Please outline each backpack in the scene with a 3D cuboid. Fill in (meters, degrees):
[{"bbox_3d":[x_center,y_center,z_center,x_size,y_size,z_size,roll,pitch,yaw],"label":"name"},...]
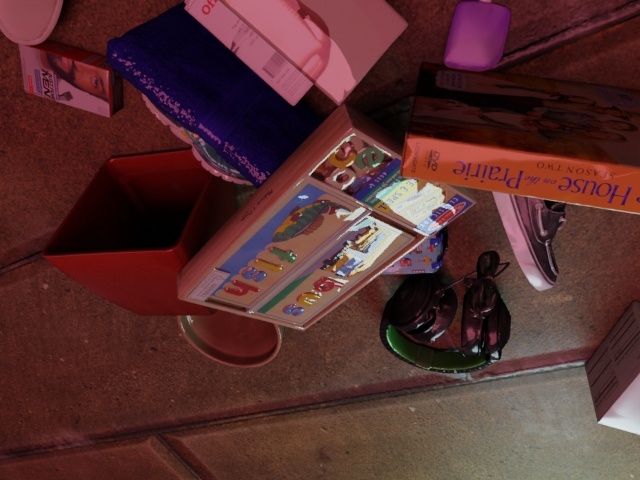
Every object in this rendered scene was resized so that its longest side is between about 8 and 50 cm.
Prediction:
[{"bbox_3d":[0.145,-0.039,0.948,0.158,0.117,0.173,1,123,14],"label":"backpack"}]

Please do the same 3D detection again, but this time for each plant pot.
[{"bbox_3d":[-0.186,0.161,1.187,0.237,0.109,0.237,7,126,10],"label":"plant pot"},{"bbox_3d":[-0.293,0.004,1.025,0.267,0.267,0.235,-3,136,18],"label":"plant pot"}]

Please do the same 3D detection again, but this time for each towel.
[{"bbox_3d":[-0.139,-0.226,0.817,0.308,0.227,0.076,38,126,-12],"label":"towel"}]

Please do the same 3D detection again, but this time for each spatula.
[{"bbox_3d":[0.239,-0.380,0.727,0.084,0.030,0.296,11,127,6],"label":"spatula"}]

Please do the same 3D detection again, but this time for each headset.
[{"bbox_3d":[0.249,0.163,1.023,0.243,0.185,0.394,17,139,2],"label":"headset"}]

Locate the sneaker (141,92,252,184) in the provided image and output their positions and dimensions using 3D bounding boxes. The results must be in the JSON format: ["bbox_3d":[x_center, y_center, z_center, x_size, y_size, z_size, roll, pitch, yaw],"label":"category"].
[{"bbox_3d":[-0.181,-0.198,0.912,0.275,0.107,0.110,39,142,-15],"label":"sneaker"}]

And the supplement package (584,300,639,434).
[{"bbox_3d":[0.680,0.264,1.005,0.262,0.145,0.204,16,128,4],"label":"supplement package"}]

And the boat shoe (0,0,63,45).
[{"bbox_3d":[-0.457,-0.456,0.823,0.109,0.091,0.305,-4,137,-29],"label":"boat shoe"}]

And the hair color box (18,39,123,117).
[{"bbox_3d":[-0.444,-0.293,0.962,0.167,0.053,0.093,16,127,2],"label":"hair color box"}]

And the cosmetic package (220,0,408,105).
[{"bbox_3d":[-0.048,-0.318,0.660,0.296,0.153,0.129,39,106,-12],"label":"cosmetic package"}]

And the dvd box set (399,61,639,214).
[{"bbox_3d":[0.327,-0.140,0.704,0.421,0.307,0.062,11,125,9],"label":"dvd box set"}]

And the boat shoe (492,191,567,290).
[{"bbox_3d":[0.362,-0.047,0.896,0.102,0.108,0.301,-17,112,27],"label":"boat shoe"}]

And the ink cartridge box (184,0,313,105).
[{"bbox_3d":[-0.067,-0.340,0.800,0.218,0.092,0.158,39,124,-16],"label":"ink cartridge box"}]

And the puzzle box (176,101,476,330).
[{"bbox_3d":[0.000,0.000,0.831,0.272,0.052,0.409,21,131,-38],"label":"puzzle box"}]
